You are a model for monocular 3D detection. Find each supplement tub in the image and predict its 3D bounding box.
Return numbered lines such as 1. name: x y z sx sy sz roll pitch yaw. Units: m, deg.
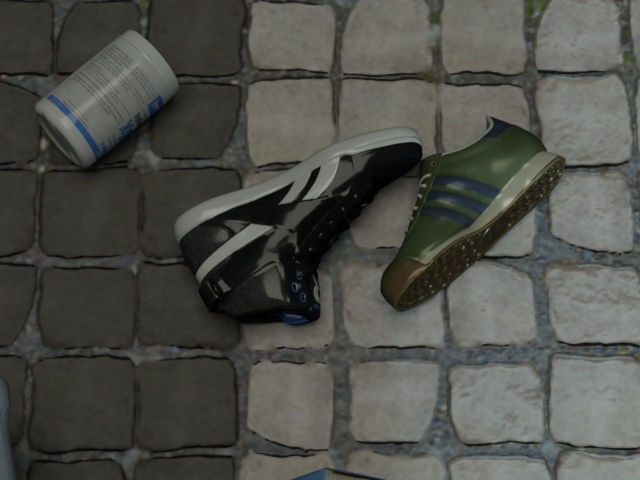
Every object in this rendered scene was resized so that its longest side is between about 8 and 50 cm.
1. supplement tub: -0.180 -0.118 1.591 0.107 0.071 0.071 -41 73 -13

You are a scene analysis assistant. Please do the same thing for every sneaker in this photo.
1. sneaker: 0.000 0.000 1.544 0.217 0.079 0.121 -24 73 0
2. sneaker: 0.106 -0.029 1.560 0.192 0.064 0.086 -40 66 -14

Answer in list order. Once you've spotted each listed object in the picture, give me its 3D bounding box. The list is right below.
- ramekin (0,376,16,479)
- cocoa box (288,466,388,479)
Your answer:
1. ramekin: -0.345 0.198 1.366 0.277 0.277 0.135 -16 76 -5
2. cocoa box: 0.024 0.354 1.274 0.228 0.231 0.347 16 65 -31
